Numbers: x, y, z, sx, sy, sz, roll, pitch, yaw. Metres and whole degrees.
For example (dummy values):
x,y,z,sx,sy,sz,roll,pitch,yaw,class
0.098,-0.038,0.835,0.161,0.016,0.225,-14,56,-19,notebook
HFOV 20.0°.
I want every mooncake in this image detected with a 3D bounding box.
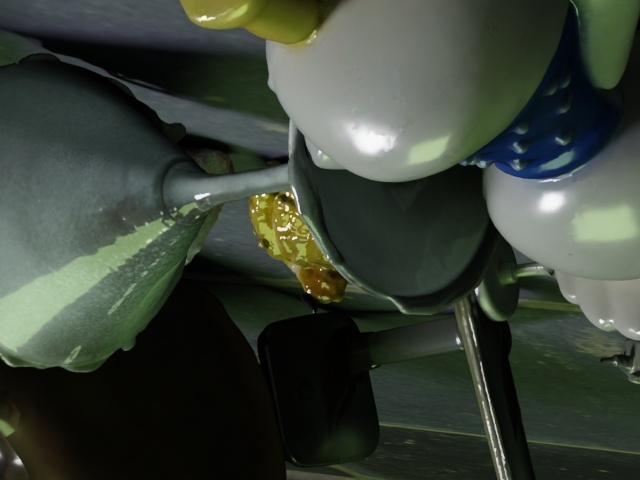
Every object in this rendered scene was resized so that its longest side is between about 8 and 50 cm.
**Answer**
x,y,z,sx,sy,sz,roll,pitch,yaw,class
-0.225,0.191,1.280,0.393,0.394,0.246,21,165,-32,mooncake

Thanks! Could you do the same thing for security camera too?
x,y,z,sx,sy,sz,roll,pitch,yaw,class
0.138,0.015,1.029,0.092,0.058,0.058,-7,162,29,security camera

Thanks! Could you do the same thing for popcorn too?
x,y,z,sx,sy,sz,roll,pitch,yaw,class
0.000,0.000,0.976,0.084,0.084,0.084,9,168,2,popcorn

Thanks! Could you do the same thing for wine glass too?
x,y,z,sx,sy,sz,roll,pitch,yaw,class
-0.044,-0.022,0.763,0.156,0.156,0.232,20,161,-41,wine glass

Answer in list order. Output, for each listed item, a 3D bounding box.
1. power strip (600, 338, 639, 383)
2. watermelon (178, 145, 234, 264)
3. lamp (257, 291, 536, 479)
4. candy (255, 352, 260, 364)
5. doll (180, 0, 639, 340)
x,y,z,sx,sy,sz,roll,pitch,yaw,class
0.309,0.103,1.314,0.226,0.029,0.080,11,-174,-11,power strip
-0.159,-0.023,1.014,0.241,0.094,0.154,0,155,33,watermelon
0.076,0.134,1.292,0.124,0.203,0.283,-6,175,-35,lamp
-0.035,0.130,1.720,0.061,0.061,0.202,8,176,4,candy
0.077,-0.047,0.631,0.138,0.119,0.293,-34,139,29,doll
